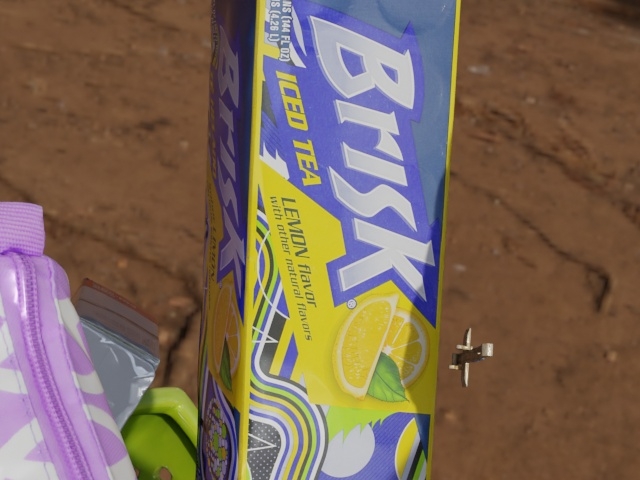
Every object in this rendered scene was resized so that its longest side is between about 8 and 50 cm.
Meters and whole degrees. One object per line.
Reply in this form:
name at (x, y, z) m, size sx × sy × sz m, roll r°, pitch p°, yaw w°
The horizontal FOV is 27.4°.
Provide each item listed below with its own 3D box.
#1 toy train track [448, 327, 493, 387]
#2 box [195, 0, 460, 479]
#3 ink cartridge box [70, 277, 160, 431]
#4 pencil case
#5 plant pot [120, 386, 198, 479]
toy train track at (0.117, 0.092, 1.050) m, size 0.014 × 0.048 × 0.083 m, roll 7°, pitch -12°, yaw -12°
box at (0.000, 0.000, 0.368) m, size 0.059 × 0.168 × 0.054 m, roll 0°, pitch 9°, yaw -18°
ink cartridge box at (-0.141, 0.084, 0.757) m, size 0.056 × 0.099 × 0.135 m, roll 32°, pitch 1°, yaw -10°
pencil case at (-0.075, 0.097, 0.347) m, size 0.086 × 0.088 × 0.206 m, roll -2°, pitch 56°, yaw -48°
plant pot at (-0.170, 0.254, 0.885) m, size 0.228 × 0.207 × 0.227 m, roll 1°, pitch 51°, yaw -57°
